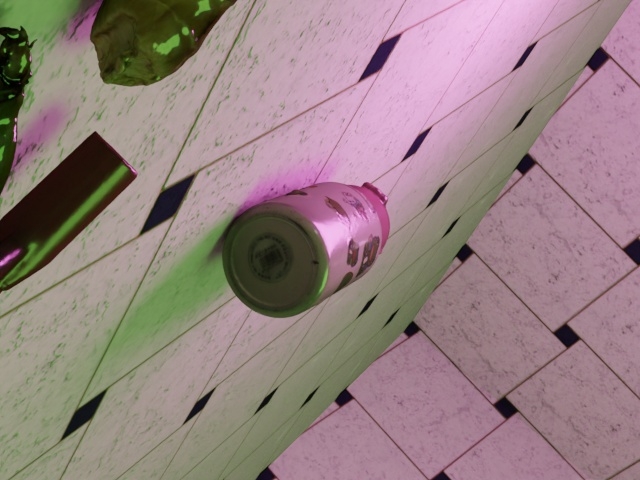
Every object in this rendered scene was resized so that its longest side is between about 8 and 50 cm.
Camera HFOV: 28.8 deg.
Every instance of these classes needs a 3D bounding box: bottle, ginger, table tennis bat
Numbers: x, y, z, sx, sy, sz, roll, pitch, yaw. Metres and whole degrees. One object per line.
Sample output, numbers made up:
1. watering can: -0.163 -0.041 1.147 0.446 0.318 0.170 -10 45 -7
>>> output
1. bottle: 0.000 0.000 1.323 0.120 0.120 0.253 -54 168 21
2. ginger: -0.007 -0.216 0.670 0.333 0.081 0.148 -48 173 -8
3. table tennis bat: -0.229 0.056 0.724 0.310 0.038 0.200 -45 -176 -6

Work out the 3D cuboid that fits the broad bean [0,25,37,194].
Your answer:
1. broad bean: -0.243 0.015 0.597 0.292 0.049 0.144 -46 167 -31
